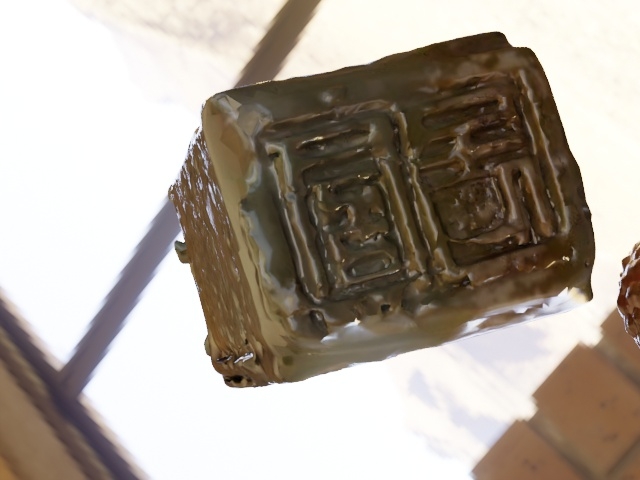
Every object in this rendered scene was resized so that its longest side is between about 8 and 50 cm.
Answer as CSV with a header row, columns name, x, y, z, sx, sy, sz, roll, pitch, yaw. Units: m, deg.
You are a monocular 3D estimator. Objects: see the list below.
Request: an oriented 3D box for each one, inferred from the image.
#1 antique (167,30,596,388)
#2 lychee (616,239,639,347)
name,x,y,z,sx,sy,sz,roll,pitch,yaw
antique,0.000,0.000,0.759,0.284,0.150,0.125,154,102,-71
lychee,0.207,0.020,0.707,0.114,0.140,0.101,-67,-44,-71
